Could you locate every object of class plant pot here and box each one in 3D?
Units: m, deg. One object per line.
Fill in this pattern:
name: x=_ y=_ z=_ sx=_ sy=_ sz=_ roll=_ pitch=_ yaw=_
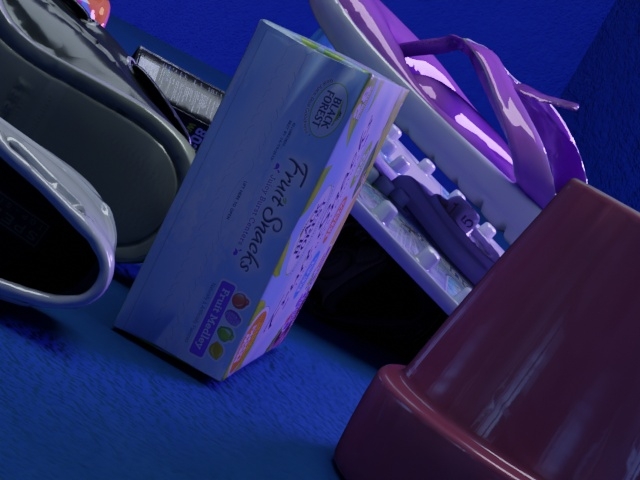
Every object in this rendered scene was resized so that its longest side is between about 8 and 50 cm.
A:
plant pot: x=0.133 y=0.077 z=0.916 sx=0.201 sy=0.180 sz=0.201 roll=28 pitch=6 yaw=-3

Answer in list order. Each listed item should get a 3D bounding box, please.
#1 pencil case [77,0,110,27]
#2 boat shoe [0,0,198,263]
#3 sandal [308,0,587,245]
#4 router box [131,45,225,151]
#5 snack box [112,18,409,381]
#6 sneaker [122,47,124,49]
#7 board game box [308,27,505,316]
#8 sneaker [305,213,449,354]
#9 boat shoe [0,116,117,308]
pencil case: x=-0.339 y=-0.266 z=1.976 sx=0.236 sy=0.104 sz=0.104 roll=28 pitch=6 yaw=-27
boat shoe: x=-0.191 y=-0.102 z=1.151 sx=0.340 sy=0.127 sz=0.113 roll=33 pitch=6 yaw=19
sandal: x=0.159 y=-0.060 z=1.386 sx=0.416 sy=0.102 sz=0.169 roll=47 pitch=11 yaw=-1
router box: x=-0.108 y=-0.059 z=1.229 sx=0.092 sy=0.122 sz=0.038 roll=27 pitch=45 yaw=-17
snack box: x=-0.026 y=-0.023 z=1.022 sx=0.070 sy=0.174 sz=0.207 roll=27 pitch=6 yaw=7
sneaker: x=-0.215 y=-0.160 z=1.745 sx=0.073 sy=0.063 sz=0.162 roll=13 pitch=7 yaw=2
board game box: x=0.114 y=-0.005 z=1.430 sx=0.390 sy=0.050 sz=0.390 roll=46 pitch=11 yaw=-7
sneaker: x=0.000 y=0.000 z=1.381 sx=0.227 sy=0.087 sz=0.130 roll=37 pitch=2 yaw=20
boat shoe: x=-0.199 y=-0.051 z=0.819 sx=0.258 sy=0.095 sz=0.084 roll=27 pitch=2 yaw=-16
